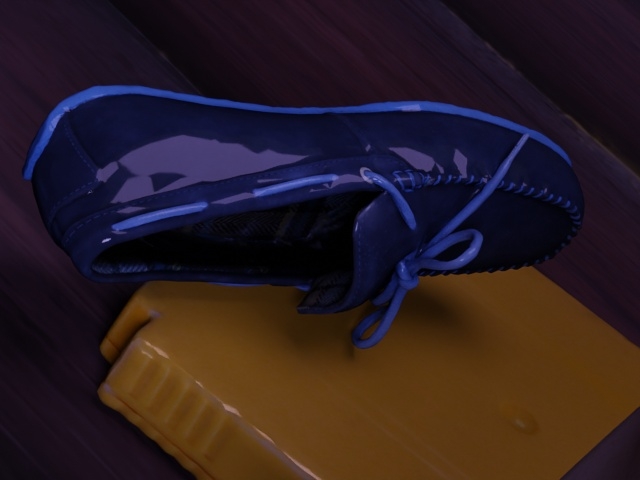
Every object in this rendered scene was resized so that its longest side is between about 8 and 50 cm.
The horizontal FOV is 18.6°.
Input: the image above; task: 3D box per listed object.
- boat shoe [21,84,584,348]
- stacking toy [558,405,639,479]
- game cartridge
[{"bbox_3d":[0.000,0.000,0.840,0.258,0.109,0.089,-1,48,-22],"label":"boat shoe"},{"bbox_3d":[0.224,0.256,0.555,0.480,0.350,0.350,46,29,4],"label":"stacking toy"},{"bbox_3d":[0.079,0.098,0.903,0.324,0.052,0.285,37,29,8],"label":"game cartridge"}]
